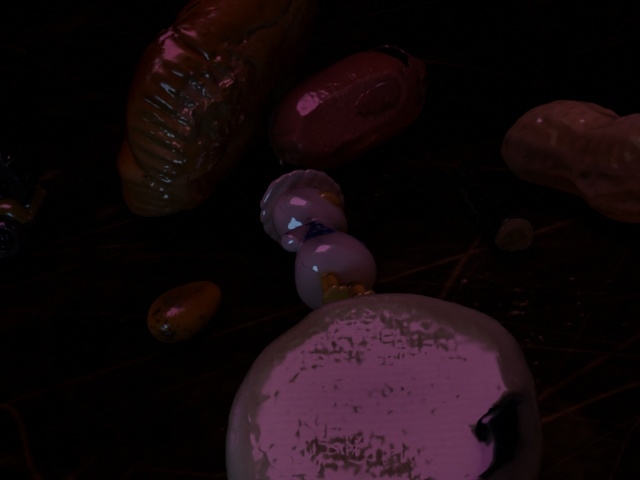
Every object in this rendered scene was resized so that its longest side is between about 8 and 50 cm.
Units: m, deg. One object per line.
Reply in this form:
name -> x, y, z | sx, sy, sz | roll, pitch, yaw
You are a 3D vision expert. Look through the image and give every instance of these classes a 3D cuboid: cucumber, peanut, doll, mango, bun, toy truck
cucumber -> 0.217, -0.049, 1.289 | 0.052, 0.058, 0.215 | -24, 28, 0
peanut -> 0.359, -0.103, 1.237 | 0.149, 0.149, 0.313 | -31, 34, -23
doll -> 0.000, 0.000, 1.261 | 0.138, 0.119, 0.293 | 20, 20, -25
mango -> -0.172, 0.088, 1.262 | 0.079, 0.057, 0.114 | 3, 28, 36
bun -> 0.060, 0.191, 0.885 | 0.283, 0.179, 0.283 | -6, 53, 8
toy truck -> -0.554, -0.063, 1.578 | 0.224, 0.165, 0.147 | -11, 32, 10

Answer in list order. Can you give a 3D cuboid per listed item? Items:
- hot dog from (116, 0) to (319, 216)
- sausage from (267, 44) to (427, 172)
hot dog -> -0.177, -0.211, 1.503 | 0.196, 0.367, 0.365 | 26, 52, 5
sausage -> 0.042, -0.203, 1.533 | 0.279, 0.152, 0.152 | -31, 33, -20
